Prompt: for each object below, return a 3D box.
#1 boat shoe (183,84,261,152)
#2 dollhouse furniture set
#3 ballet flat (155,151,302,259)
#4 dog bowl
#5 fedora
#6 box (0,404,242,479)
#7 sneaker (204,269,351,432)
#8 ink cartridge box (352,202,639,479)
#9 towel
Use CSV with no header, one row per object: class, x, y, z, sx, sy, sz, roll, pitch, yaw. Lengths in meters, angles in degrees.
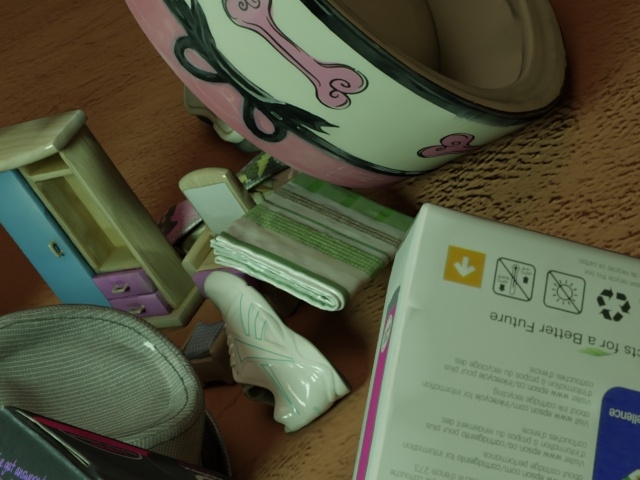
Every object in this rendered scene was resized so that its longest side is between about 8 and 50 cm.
boat shoe,-0.065,-0.151,1.518,0.112,0.095,0.335,-67,19,14
dollhouse furniture set,-0.220,0.071,1.185,0.286,0.198,0.303,-8,37,40
ballet flat,-0.048,-0.030,1.315,0.221,0.077,0.079,-30,45,18
dog bowl,0.004,-0.217,1.226,0.150,0.408,0.408,-41,20,31
fedora,-0.181,0.130,0.988,0.275,0.124,0.244,-10,48,-27
box,-0.109,0.238,0.717,0.143,0.165,0.270,22,87,58
sneaker,-0.046,0.076,1.104,0.061,0.054,0.152,-45,53,-3
ink cartridge box,0.091,0.173,0.647,0.069,0.175,0.371,114,169,-61
towel,0.000,0.000,1.159,0.113,0.023,0.152,26,31,17
